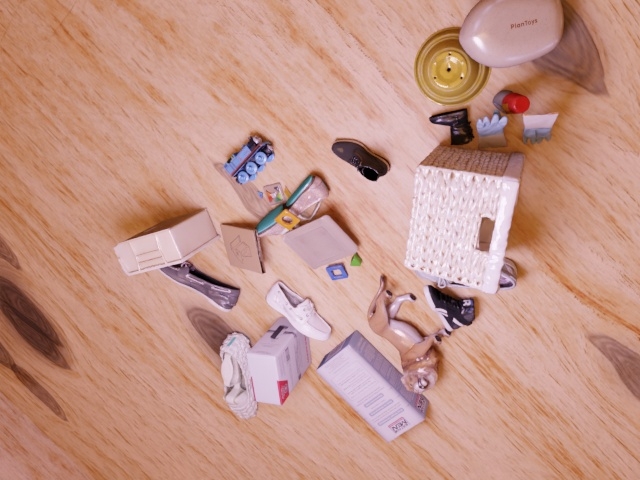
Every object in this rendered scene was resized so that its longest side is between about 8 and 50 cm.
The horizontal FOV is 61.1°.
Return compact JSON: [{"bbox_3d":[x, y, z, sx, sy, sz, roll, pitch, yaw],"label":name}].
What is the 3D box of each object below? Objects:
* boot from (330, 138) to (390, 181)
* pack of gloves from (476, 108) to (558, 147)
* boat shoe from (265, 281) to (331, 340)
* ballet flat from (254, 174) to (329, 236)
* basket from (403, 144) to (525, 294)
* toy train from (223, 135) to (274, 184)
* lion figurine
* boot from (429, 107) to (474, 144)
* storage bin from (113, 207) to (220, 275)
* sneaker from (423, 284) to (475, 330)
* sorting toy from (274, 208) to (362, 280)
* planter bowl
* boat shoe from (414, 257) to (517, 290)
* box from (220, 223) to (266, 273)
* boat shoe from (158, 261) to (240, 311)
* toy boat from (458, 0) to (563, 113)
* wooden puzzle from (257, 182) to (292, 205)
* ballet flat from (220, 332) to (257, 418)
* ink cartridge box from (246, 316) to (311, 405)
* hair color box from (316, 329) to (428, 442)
[{"bbox_3d":[0.111,-0.247,1.662,0.198,0.137,0.076,23,116,11],"label":"boot"},{"bbox_3d":[0.525,-0.311,1.464,0.195,0.232,0.046,-1,81,18],"label":"pack of gloves"},{"bbox_3d":[-0.068,0.251,1.943,0.277,0.098,0.096,35,118,5],"label":"boat shoe"},{"bbox_3d":[-0.092,-0.087,1.821,0.106,0.107,0.316,38,121,-22],"label":"ballet flat"},{"bbox_3d":[0.406,-0.077,1.520,0.267,0.331,0.328,11,114,17],"label":"basket"},{"bbox_3d":[-0.237,-0.269,1.812,0.105,0.080,0.184,49,118,3],"label":"toy train"},{"bbox_3d":[0.276,0.325,1.849,0.392,0.142,0.240,49,126,12],"label":"lion figurine"},{"bbox_3d":[0.385,-0.327,1.590,0.121,0.045,0.099,-7,114,23],"label":"boot"},{"bbox_3d":[-0.542,0.004,1.921,0.260,0.262,0.123,-14,104,24],"label":"storage bin"},{"bbox_3d":[0.425,0.198,1.743,0.121,0.079,0.217,-24,126,22],"label":"sneaker"},{"bbox_3d":[0.000,0.000,1.812,0.196,0.047,0.347,-25,123,33],"label":"sorting toy"},{"bbox_3d":[0.362,-0.478,1.510,0.217,0.090,0.217,7,112,17],"label":"planter bowl"},{"bbox_3d":[0.448,0.098,1.698,0.321,0.103,0.118,9,113,17],"label":"boat shoe"},{"bbox_3d":[-0.275,0.028,1.922,0.201,0.021,0.164,10,117,45],"label":"box"},{"bbox_3d":[-0.454,0.144,2.042,0.335,0.112,0.095,32,100,-1],"label":"boat shoe"},{"bbox_3d":[0.496,-0.490,1.429,0.268,0.148,0.318,-8,108,-1],"label":"toy boat"},{"bbox_3d":[-0.158,-0.158,1.862,0.116,0.014,0.078,-18,103,25],"label":"wooden puzzle"},{"bbox_3d":[-0.340,0.558,2.142,0.147,0.147,0.408,4,112,18],"label":"ballet flat"},{"bbox_3d":[-0.140,0.422,1.940,0.114,0.273,0.197,2,111,23],"label":"ink cartridge box"},{"bbox_3d":[0.188,0.525,1.953,0.374,0.113,0.185,45,118,-1],"label":"hair color box"}]
